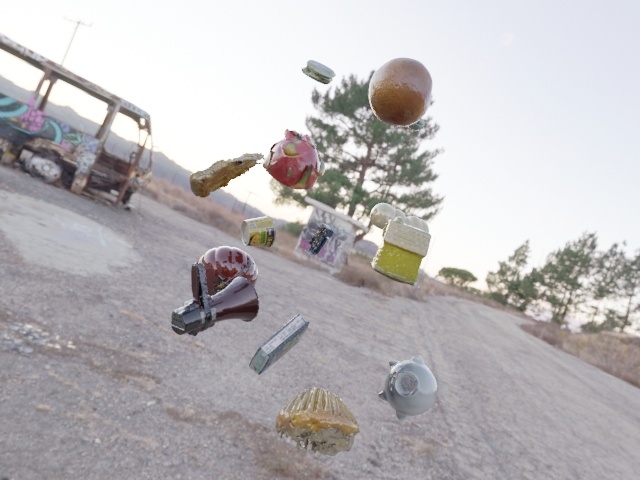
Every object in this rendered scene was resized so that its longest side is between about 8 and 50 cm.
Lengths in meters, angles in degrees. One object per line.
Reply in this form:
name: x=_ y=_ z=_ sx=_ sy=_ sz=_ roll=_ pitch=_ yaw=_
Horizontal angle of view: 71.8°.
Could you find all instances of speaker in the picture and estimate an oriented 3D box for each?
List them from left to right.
speaker: x=-0.402 y=0.230 z=1.716 sx=0.198 sy=0.259 sz=0.329 roll=35 pitch=24 yaw=28

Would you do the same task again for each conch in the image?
conch: x=0.389 y=-0.482 z=1.834 sx=0.085 sy=0.057 sz=0.076 roll=17 pitch=40 yaw=6

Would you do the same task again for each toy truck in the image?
toy truck: x=0.000 y=0.000 z=2.644 sx=0.088 sy=0.202 sz=0.074 roll=19 pitch=22 yaw=-39

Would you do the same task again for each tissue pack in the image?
tissue pack: x=-0.159 y=0.404 z=1.721 sx=0.073 sy=0.173 sz=0.235 roll=42 pitch=47 yaw=14

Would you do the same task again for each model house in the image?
model house: x=0.328 y=0.036 z=1.771 sx=0.193 sy=0.234 sz=0.175 roll=20 pitch=12 yaw=5

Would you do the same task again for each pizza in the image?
pizza: x=-0.336 y=-0.255 z=1.589 sx=0.071 sy=0.296 sz=0.189 roll=62 pitch=-7 yaw=9

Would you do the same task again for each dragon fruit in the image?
dragon fruit: x=-0.122 y=-0.419 z=2.229 sx=0.305 sy=0.226 sz=0.305 roll=21 pitch=28 yaw=-11

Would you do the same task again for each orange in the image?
orange: x=0.306 y=-0.563 z=1.678 sx=0.264 sy=0.264 sz=0.264 roll=22 pitch=-1 yaw=0

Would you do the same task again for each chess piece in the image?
chess piece: x=0.365 y=-0.080 z=2.096 sx=0.299 sy=0.167 sz=0.167 roll=28 pitch=-4 yaw=-33

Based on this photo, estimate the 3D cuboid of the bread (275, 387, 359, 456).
bread: x=-0.010 y=0.563 z=1.379 sx=0.274 sy=0.149 sz=0.274 roll=4 pitch=-42 yaw=3

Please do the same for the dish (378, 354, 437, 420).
dish: x=0.319 y=0.550 z=1.672 sx=0.227 sy=0.237 sz=0.086 roll=-10 pitch=-29 yaw=17

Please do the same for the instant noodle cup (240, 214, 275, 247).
instant noodle cup: x=-0.285 y=-0.039 z=1.991 sx=0.122 sy=0.152 sz=0.151 roll=-2 pitch=12 yaw=-29

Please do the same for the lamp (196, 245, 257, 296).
lamp: x=-0.452 y=0.167 z=2.122 sx=0.303 sy=0.303 sz=0.257 roll=22 pitch=36 yaw=-32

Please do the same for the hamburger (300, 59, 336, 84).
hamburger: x=-0.007 y=-0.704 z=1.855 sx=0.140 sy=0.062 sz=0.133 roll=42 pitch=36 yaw=18
